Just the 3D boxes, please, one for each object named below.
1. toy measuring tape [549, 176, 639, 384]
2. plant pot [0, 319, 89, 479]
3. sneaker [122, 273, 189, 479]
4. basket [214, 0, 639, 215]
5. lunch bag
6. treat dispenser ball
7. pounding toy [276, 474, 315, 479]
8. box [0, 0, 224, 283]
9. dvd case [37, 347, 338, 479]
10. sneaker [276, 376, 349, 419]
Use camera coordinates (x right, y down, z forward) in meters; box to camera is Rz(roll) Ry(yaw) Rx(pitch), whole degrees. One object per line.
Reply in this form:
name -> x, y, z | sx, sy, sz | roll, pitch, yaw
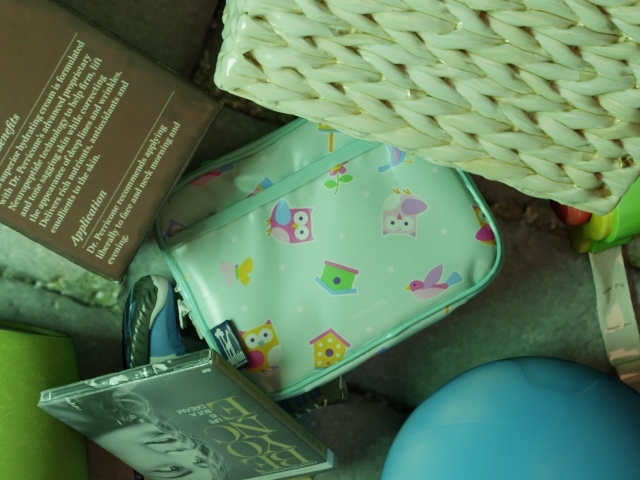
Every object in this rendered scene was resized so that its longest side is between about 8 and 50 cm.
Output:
toy measuring tape -> 0.282, 0.001, 0.990 | 0.121, 0.121, 0.330 | -15, 106, -3
plant pot -> -0.308, 0.214, 0.909 | 0.274, 0.275, 0.294 | 12, 86, -11
sneaker -> -0.141, 0.127, 0.991 | 0.081, 0.080, 0.211 | -5, 115, -13
basket -> 0.115, -0.238, 0.774 | 0.331, 0.328, 0.266 | 16, 124, -13
lunch bag -> 0.000, 0.000, 0.928 | 0.279, 0.108, 0.224 | -28, 83, -2
treat dispenser ball -> 0.195, 0.247, 0.952 | 0.288, 0.288, 0.288 | -2, 105, -7
pounding toy -> -0.013, 0.335, 1.017 | 0.154, 0.155, 0.270 | -27, 103, -2
box -> -0.212, -0.092, 0.860 | 0.203, 0.167, 0.168 | 31, 89, -14
dvd case -> -0.105, 0.164, 0.903 | 0.164, 0.018, 0.221 | -16, 142, 21
sneaker -> -0.013, 0.141, 1.011 | 0.086, 0.064, 0.192 | 30, 96, -9
